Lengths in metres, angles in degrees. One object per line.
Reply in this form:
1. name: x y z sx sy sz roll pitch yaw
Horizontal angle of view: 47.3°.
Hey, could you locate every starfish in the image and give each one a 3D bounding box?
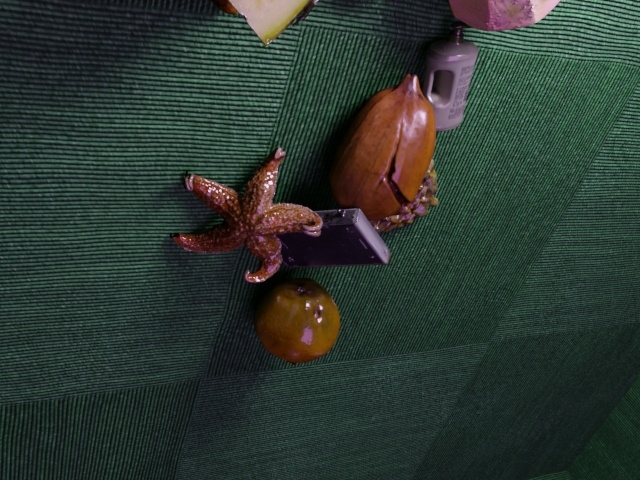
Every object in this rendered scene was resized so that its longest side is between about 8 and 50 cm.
1. starfish: -0.160 -0.057 1.551 0.303 0.113 0.312 34 111 -11

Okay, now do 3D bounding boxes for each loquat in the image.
1. loquat: -0.060 0.213 1.816 0.214 0.213 0.246 -10 130 -22

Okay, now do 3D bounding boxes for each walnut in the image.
1. walnut: 0.142 -0.194 1.564 0.209 0.209 0.336 3 119 -32

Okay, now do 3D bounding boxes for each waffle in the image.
1. waffle: 0.187 -0.104 1.772 0.224 0.054 0.204 -23 137 -9

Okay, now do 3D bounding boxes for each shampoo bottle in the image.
1. shampoo bottle: 0.272 -0.355 1.567 0.118 0.087 0.234 -12 133 -21

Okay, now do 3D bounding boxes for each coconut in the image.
1. coconut: 0.344 -0.510 1.371 0.233 0.233 0.245 -35 134 3

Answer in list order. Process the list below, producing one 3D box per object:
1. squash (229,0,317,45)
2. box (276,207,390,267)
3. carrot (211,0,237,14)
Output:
1. squash: -0.022 -0.492 1.120 0.309 0.210 0.233 -27 153 12
2. box: 0.000 0.000 1.650 0.270 0.045 0.211 -2 148 28
3. carrot: -0.217 -0.482 1.188 0.066 0.066 0.314 -34 139 2
